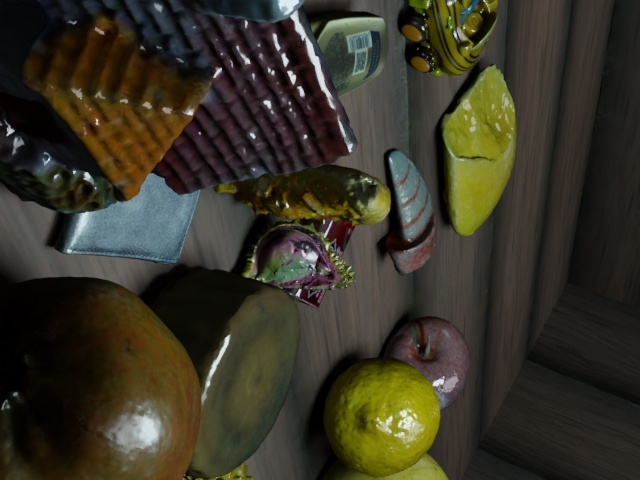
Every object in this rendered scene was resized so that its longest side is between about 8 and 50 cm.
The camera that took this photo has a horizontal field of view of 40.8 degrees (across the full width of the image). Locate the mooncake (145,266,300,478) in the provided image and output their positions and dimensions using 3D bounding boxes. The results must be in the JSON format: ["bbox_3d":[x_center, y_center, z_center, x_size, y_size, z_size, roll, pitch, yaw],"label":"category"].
[{"bbox_3d":[-0.156,0.181,1.216,0.290,0.161,0.290,-46,146,-44],"label":"mooncake"}]

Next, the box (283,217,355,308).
[{"bbox_3d":[0.000,0.000,1.500,0.224,0.069,0.120,-64,155,-7],"label":"box"}]

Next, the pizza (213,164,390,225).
[{"bbox_3d":[0.011,-0.062,1.233,0.257,0.268,0.087,10,91,-60],"label":"pizza"}]

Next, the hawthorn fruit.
[{"bbox_3d":[-0.250,0.185,0.905,0.268,0.267,0.301,-62,155,-15],"label":"hawthorn fruit"}]

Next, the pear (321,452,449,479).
[{"bbox_3d":[0.149,0.631,2.001,0.348,0.348,0.348,-44,145,-42],"label":"pear"}]

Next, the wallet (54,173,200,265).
[{"bbox_3d":[-0.222,-0.055,1.053,0.222,0.036,0.167,7,103,-63],"label":"wallet"}]

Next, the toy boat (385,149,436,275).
[{"bbox_3d":[0.180,-0.086,1.803,0.206,0.096,0.282,-56,140,-40],"label":"toy boat"}]

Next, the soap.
[{"bbox_3d":[0.386,-0.192,2.068,0.306,0.115,0.427,-61,154,-24],"label":"soap"}]

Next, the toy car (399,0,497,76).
[{"bbox_3d":[0.255,-0.415,1.597,0.200,0.142,0.248,-59,151,-18],"label":"toy car"}]

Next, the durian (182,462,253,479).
[{"bbox_3d":[-0.181,0.389,1.418,0.132,0.165,0.182,-30,126,8],"label":"durian"}]

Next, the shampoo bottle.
[{"bbox_3d":[-0.017,-0.256,1.247,0.350,0.084,0.126,-33,135,-51],"label":"shampoo bottle"}]

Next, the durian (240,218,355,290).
[{"bbox_3d":[-0.038,0.015,1.366,0.119,0.186,0.108,-95,-175,-77],"label":"durian"}]

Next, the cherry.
[{"bbox_3d":[0.256,0.305,2.080,0.236,0.212,0.285,-43,155,-28],"label":"cherry"}]

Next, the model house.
[{"bbox_3d":[-0.132,-0.164,0.757,0.297,0.339,0.360,-59,148,-23],"label":"model house"}]

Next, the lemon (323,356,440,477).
[{"bbox_3d":[0.132,0.375,1.847,0.254,0.253,0.310,-70,162,3],"label":"lemon"}]
